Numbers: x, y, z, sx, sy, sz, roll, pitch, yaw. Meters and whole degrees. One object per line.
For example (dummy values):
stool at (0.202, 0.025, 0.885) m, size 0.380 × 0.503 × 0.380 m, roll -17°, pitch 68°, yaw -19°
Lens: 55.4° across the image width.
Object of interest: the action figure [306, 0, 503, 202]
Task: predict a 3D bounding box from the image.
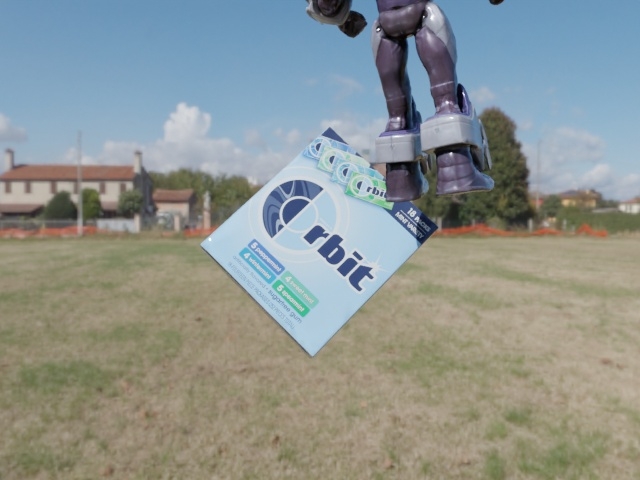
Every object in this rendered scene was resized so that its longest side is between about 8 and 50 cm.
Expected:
action figure at (0.073, -0.176, 0.505) m, size 0.185 × 0.284 × 0.099 m, roll -1°, pitch 15°, yaw 38°

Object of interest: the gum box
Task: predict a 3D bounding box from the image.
gum box at (0.000, 0.000, 0.624) m, size 0.157 × 0.184 × 0.041 m, roll 43°, pitch -13°, yaw 8°
